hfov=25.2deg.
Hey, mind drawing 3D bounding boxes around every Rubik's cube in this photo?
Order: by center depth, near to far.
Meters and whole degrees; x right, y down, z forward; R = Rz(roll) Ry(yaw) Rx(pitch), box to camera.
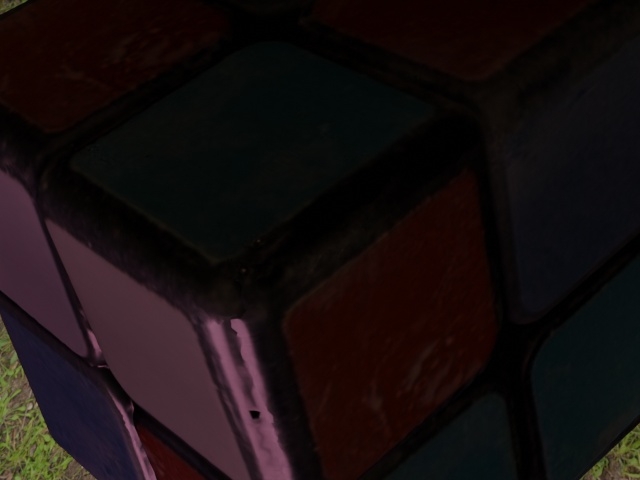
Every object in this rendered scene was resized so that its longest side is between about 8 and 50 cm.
[{"bbox_3d":[0.000,0.000,0.840,0.313,0.318,0.316,31,148,40],"label":"Rubik's cube"}]
